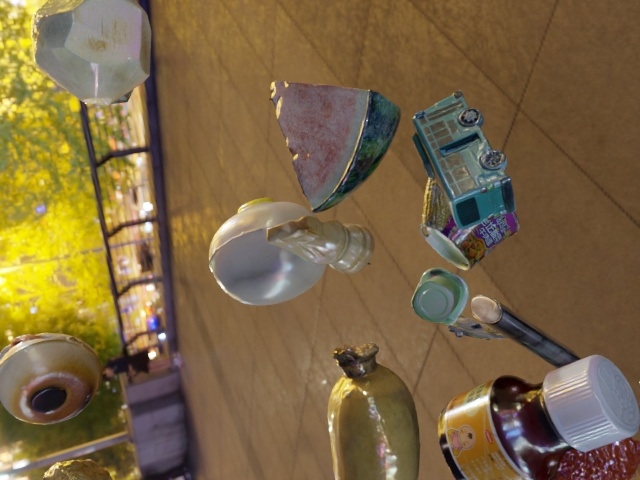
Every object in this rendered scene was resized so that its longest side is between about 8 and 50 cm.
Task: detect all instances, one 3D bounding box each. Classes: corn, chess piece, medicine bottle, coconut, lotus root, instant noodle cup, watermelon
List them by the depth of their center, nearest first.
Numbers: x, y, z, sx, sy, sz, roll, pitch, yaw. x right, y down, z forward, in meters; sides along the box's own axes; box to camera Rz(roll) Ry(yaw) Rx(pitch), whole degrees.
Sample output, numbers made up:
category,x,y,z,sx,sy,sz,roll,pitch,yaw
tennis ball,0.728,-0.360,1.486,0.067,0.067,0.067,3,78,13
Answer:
category,x,y,z,sx,sy,sz,roll,pitch,yaw
lotus root,0.083,0.296,1.015,0.146,0.131,0.303,-157,60,-75
coconut,-0.436,-0.367,1.312,0.197,0.237,0.236,-16,87,50
watermelon,0.052,-0.255,1.432,0.250,0.283,0.292,-27,101,29
medicine bottle,0.458,0.382,1.454,0.395,0.243,0.242,-37,63,33
chess piece,0.000,0.000,1.704,0.137,0.301,0.137,-9,75,38
corn,0.323,-0.170,1.791,0.086,0.087,0.288,-163,86,-67
instant noodle cup,0.421,-0.044,2.000,0.251,0.190,0.251,42,171,9

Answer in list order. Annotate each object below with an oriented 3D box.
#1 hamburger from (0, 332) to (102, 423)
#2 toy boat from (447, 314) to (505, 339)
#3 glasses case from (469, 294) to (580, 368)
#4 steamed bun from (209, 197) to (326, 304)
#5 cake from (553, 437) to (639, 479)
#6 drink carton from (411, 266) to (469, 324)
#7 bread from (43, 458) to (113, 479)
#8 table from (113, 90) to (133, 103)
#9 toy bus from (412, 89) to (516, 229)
category,x,y,z,sx,sy,sz,roll,pitch,yaw
hamburger,-0.595,0.302,1.508,0.147,0.237,0.236,-124,28,-48
toy boat,0.531,0.301,2.321,0.210,0.084,0.066,12,119,21
glasses case,0.478,0.219,1.600,0.060,0.299,0.114,-59,29,1
steamed bun,-0.159,0.041,2.142,0.334,0.374,0.333,-17,-90,-76
cake,0.662,0.580,1.861,0.270,0.269,0.319,33,176,3
drink carton,0.325,0.159,1.900,0.146,0.142,0.144,26,100,16
bread,-0.489,0.571,1.452,0.244,0.134,0.244,160,90,-73
table,-0.465,-0.362,1.535,0.083,0.062,0.079,69,-156,-50
toy bus,0.281,-0.162,1.372,0.128,0.147,0.256,58,-168,-54
